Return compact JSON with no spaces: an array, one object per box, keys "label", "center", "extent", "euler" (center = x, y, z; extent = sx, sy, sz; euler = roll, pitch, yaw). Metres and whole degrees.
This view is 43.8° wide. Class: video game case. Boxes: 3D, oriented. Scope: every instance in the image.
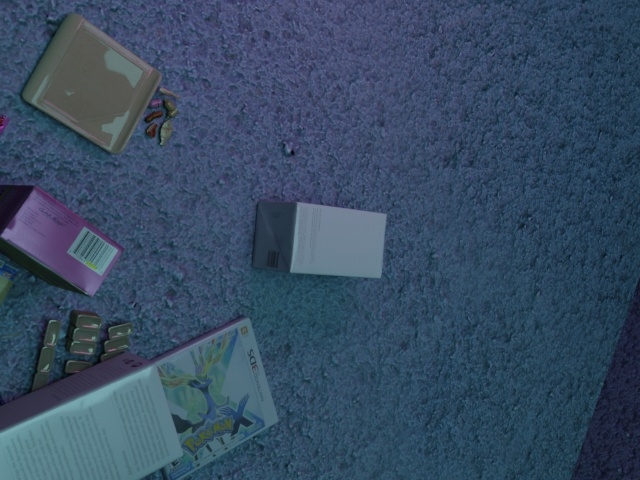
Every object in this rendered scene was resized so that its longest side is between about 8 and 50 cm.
[{"label":"video game case","center":[-0.272,0.383,1.937],"extent":[0.329,0.036,0.299],"euler":[-24,107,-34]}]

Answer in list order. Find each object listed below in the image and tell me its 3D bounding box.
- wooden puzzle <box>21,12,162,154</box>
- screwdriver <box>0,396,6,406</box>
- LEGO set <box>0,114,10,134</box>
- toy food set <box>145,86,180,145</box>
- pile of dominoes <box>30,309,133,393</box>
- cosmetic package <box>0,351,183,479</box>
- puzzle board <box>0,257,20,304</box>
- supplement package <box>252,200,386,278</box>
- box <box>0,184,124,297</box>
[{"label":"wooden puzzle","center":[-0.491,-0.335,1.719],"extent":[0.239,0.044,0.220],"euler":[32,74,-30]},{"label":"screwdriver","center":[-0.669,0.309,1.637],"extent":[0.025,0.024,0.169],"euler":[-19,104,-5]},{"label":"LEGO set","center":[-0.713,-0.172,1.524],"extent":[0.093,0.087,0.227],"euler":[45,66,-47]},{"label":"toy food set","center":[-0.370,-0.286,1.827],"extent":[0.078,0.019,0.122],"euler":[22,87,-36]},{"label":"pile of dominoes","center":[-0.531,0.282,1.746],"extent":[0.196,0.040,0.251],"euler":[13,94,-38]},{"label":"cosmetic package","center":[-0.537,0.426,1.624],"extent":[0.453,0.162,0.230],"euler":[-21,105,-32]},{"label":"puzzle board","center":[-0.688,0.071,1.611],"extent":[0.128,0.011,0.096],"euler":[34,72,-35]},{"label":"supplement package","center":[0.000,0.000,2.030],"extent":[0.293,0.178,0.175],"euler":[5,90,-37]},{"label":"box","center":[-0.545,-0.003,1.569],"extent":[0.213,0.243,0.117],"euler":[41,69,-31]}]
